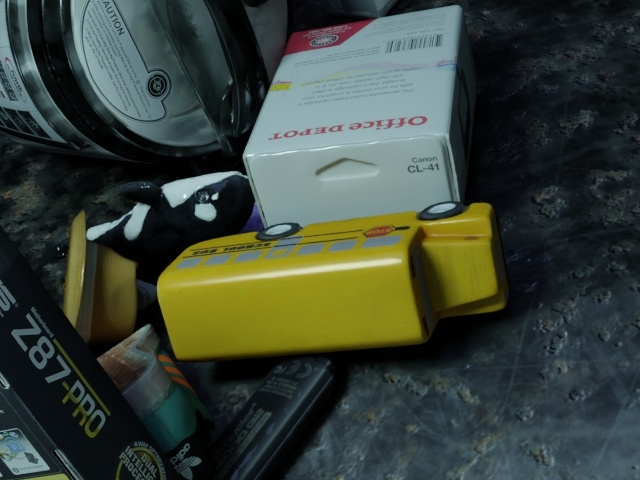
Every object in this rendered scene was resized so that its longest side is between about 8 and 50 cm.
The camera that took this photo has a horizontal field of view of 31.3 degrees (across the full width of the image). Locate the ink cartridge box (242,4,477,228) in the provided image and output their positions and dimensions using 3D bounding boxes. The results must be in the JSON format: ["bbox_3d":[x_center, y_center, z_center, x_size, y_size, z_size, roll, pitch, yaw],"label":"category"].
[{"bbox_3d":[0.057,-0.137,1.315,0.226,0.131,0.306,-5,36,16],"label":"ink cartridge box"}]

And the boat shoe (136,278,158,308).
[{"bbox_3d":[-0.232,0.057,1.353,0.100,0.035,0.035,7,21,36],"label":"boat shoe"}]

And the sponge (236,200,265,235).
[{"bbox_3d":[0.000,0.000,1.301,0.210,0.031,0.117,1,45,27],"label":"sponge"}]

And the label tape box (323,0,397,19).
[{"bbox_3d":[0.063,-0.518,1.605,0.106,0.334,0.241,15,53,37],"label":"label tape box"}]

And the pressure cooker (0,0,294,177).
[{"bbox_3d":[-0.241,-0.284,1.426,0.420,0.369,0.376,10,85,46],"label":"pressure cooker"}]

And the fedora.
[{"bbox_3d":[-0.244,0.061,1.264,0.079,0.194,0.194,5,38,-14],"label":"fedora"}]

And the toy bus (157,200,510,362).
[{"bbox_3d":[0.015,0.044,1.152,0.332,0.108,0.130,-7,18,20],"label":"toy bus"}]

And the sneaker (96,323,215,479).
[{"bbox_3d":[-0.174,0.168,1.123,0.108,0.121,0.302,-35,11,-7],"label":"sneaker"}]

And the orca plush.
[{"bbox_3d":[-0.192,0.006,1.310,0.287,0.151,0.102,-9,65,25],"label":"orca plush"}]

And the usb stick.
[{"bbox_3d":[-0.081,0.217,1.090,0.077,0.045,0.278,6,48,44],"label":"usb stick"}]

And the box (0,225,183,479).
[{"bbox_3d":[-0.358,0.146,0.987,0.394,0.318,0.097,-13,31,33],"label":"box"}]
